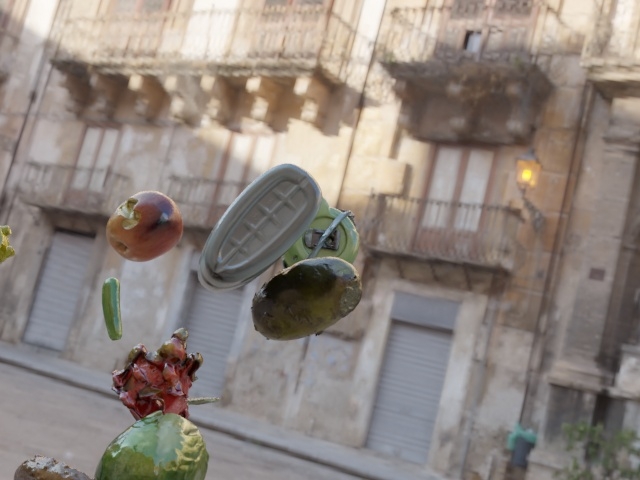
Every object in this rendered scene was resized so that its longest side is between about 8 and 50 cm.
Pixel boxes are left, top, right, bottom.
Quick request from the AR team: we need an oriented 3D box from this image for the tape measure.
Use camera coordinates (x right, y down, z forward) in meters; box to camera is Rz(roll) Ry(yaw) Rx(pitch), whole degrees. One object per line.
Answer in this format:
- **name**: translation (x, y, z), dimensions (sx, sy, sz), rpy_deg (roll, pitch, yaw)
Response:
- **tape measure**: translation (0.000, 0.000, 2.048), dimensions (0.175, 0.200, 0.106), rpy_deg (16, -20, -2)

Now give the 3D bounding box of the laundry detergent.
- **laundry detergent**: translation (-0.134, 0.004, 1.737), dimensions (0.125, 0.264, 0.398), rpy_deg (42, -14, -2)

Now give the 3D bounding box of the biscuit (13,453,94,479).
- **biscuit**: translation (-0.442, 0.501, 1.713), dimensions (0.296, 0.075, 0.296), rpy_deg (21, -41, 20)

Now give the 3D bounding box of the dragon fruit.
- **dragon fruit**: translation (-0.256, 0.223, 1.459), dimensions (0.133, 0.207, 0.150), rpy_deg (35, 25, 11)

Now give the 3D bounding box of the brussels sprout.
- **brussels sprout**: translation (-0.247, 0.338, 1.342), dimensions (0.161, 0.180, 0.144), rpy_deg (35, -27, -34)

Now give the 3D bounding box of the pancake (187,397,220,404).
- **pancake**: translation (-0.281, 0.366, 2.099), dimensions (0.108, 0.017, 0.108), rpy_deg (-6, -12, -1)

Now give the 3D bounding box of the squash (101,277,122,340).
- **squash**: translation (-0.276, 0.090, 1.225), dimensions (0.027, 0.089, 0.027), rpy_deg (-8, -27, -4)

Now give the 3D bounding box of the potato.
- **potato**: translation (-0.029, 0.112, 1.794), dimensions (0.251, 0.149, 0.113), rpy_deg (-25, -33, 30)

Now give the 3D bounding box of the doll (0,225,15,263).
- **doll**: translation (-0.632, 0.018, 1.648), dimensions (0.162, 0.106, 0.062), rpy_deg (-12, -13, -4)

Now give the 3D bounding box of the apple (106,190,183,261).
- **apple**: translation (-0.448, -0.034, 2.339), dimensions (0.199, 0.199, 0.199), rpy_deg (14, -9, 2)
